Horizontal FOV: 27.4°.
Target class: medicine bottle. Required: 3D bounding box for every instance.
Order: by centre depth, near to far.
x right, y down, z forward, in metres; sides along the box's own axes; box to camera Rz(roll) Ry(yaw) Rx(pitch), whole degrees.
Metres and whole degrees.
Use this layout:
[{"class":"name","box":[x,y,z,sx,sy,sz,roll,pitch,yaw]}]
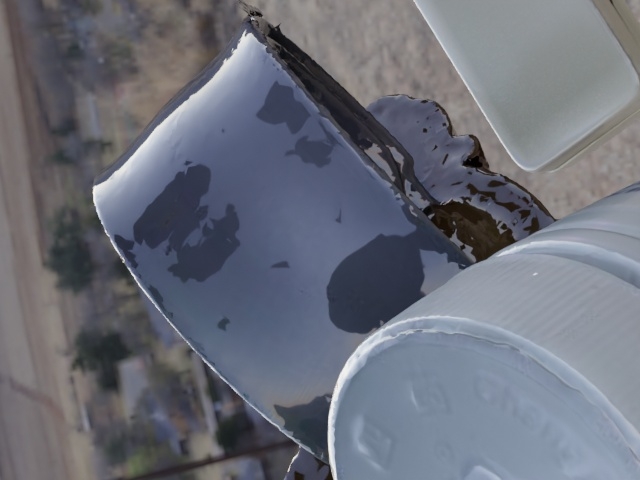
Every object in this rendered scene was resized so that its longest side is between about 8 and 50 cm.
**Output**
[{"class":"medicine bottle","box":[0.178,0.063,0.622,0.190,0.332,0.190,24,125,40]}]

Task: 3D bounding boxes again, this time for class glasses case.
[{"class":"glasses case","box":[0.147,-0.214,1.068,0.131,0.070,0.313,-39,75,33]}]

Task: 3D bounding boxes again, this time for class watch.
[{"class":"watch","box":[0.000,0.000,0.891,0.327,0.314,0.335,38,-167,-48]}]
